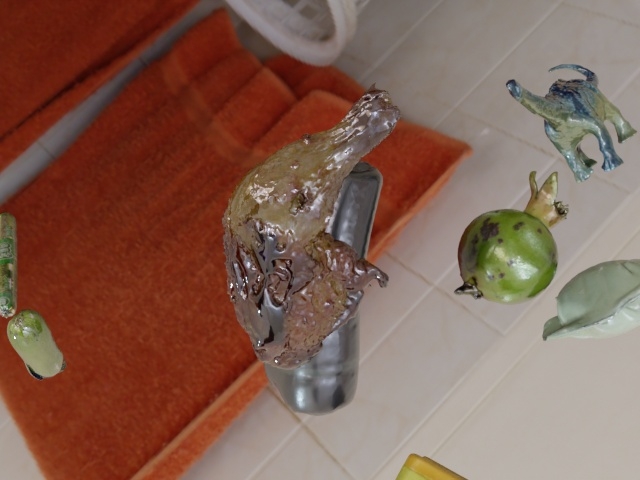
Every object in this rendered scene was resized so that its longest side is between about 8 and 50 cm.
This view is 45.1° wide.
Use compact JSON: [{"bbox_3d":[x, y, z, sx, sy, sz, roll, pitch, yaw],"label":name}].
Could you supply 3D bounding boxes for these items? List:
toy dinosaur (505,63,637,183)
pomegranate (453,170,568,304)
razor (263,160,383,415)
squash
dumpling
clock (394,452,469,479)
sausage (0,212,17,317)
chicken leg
[{"bbox_3d":[0.318,-0.155,0.951,0.147,0.076,0.363,58,-146,1],"label":"toy dinosaur"},{"bbox_3d":[0.285,-0.005,1.142,0.156,0.220,0.156,18,166,5],"label":"pomegranate"},{"bbox_3d":[-0.005,0.052,1.065,0.113,0.349,0.204,4,-173,-22],"label":"razor"},{"bbox_3d":[-0.366,0.142,1.001,0.052,0.052,0.183,43,153,17],"label":"squash"},{"bbox_3d":[0.431,0.100,1.137,0.108,0.219,0.153,49,-169,-22],"label":"dumpling"},{"bbox_3d":[0.179,0.360,0.991,0.143,0.096,0.202,24,165,38],"label":"clock"},{"bbox_3d":[-0.482,0.032,1.184,0.033,0.032,0.269,52,-174,-40],"label":"sausage"},{"bbox_3d":[-0.012,-0.003,0.794,0.083,0.177,0.323,-106,16,-65],"label":"chicken leg"}]
